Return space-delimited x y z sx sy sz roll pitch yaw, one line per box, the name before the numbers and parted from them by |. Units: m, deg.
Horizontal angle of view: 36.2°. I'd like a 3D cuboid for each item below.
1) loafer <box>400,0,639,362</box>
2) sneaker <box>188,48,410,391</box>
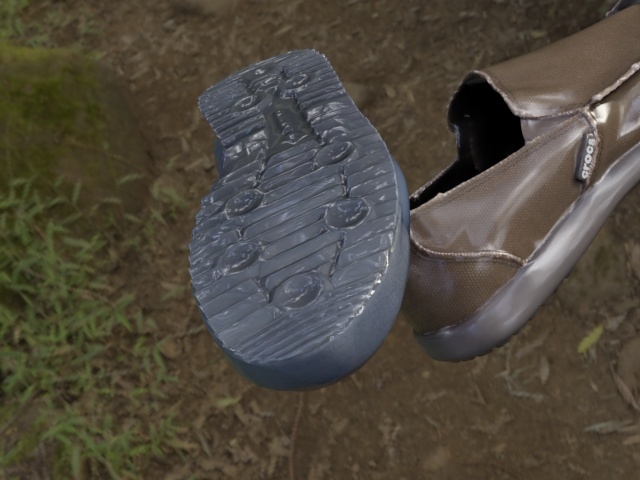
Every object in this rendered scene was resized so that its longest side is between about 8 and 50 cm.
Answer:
loafer | 0.166 -0.084 0.690 0.366 0.130 0.134 -49 14 -21
sneaker | 0.000 0.000 0.542 0.112 0.131 0.319 -18 29 7
